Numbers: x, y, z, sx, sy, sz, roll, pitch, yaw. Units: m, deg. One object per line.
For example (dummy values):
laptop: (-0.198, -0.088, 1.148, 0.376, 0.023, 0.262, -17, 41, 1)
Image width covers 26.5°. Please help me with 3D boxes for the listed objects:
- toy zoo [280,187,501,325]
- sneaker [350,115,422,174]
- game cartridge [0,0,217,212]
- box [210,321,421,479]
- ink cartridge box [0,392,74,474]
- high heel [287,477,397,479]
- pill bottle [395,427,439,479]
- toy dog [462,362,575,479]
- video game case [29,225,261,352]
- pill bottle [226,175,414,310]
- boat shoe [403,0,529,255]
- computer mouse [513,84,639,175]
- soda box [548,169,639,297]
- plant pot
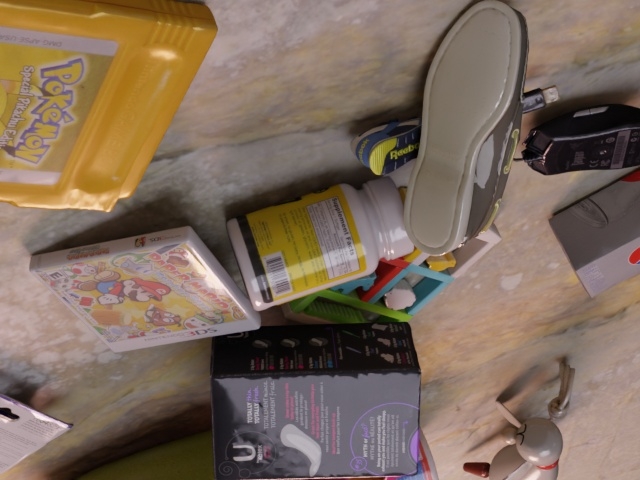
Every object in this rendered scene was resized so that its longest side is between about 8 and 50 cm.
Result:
toy zoo: (0.109, 0.026, 1.812, 0.192, 0.030, 0.293, 18, 129, -41)
sneaker: (0.098, -0.121, 1.607, 0.144, 0.059, 0.053, -17, 119, -35)
game cartridge: (-0.301, -0.143, 1.371, 0.323, 0.053, 0.285, 5, 136, -31)
box: (-0.008, 0.211, 1.801, 0.270, 0.143, 0.165, -1, 113, -3)
ink cartridge box: (-0.479, 0.249, 1.783, 0.224, 0.045, 0.223, -33, 141, 16)
high heel: (0.041, 0.354, 1.935, 0.244, 0.117, 0.082, 7, 137, -31)
pill bottle: (0.068, 0.378, 2.164, 0.221, 0.124, 0.124, -17, 144, -4)
toy dog: (0.312, 0.353, 2.233, 0.161, 0.220, 0.334, 9, 136, 11)
video game case: (-0.208, 0.065, 1.652, 0.206, 0.026, 0.227, -11, 146, 16)
pill bottle: (0.000, 0.000, 1.649, 0.208, 0.119, 0.119, -18, 144, -5)
boat shoe: (0.177, -0.130, 1.559, 0.091, 0.109, 0.305, -14, 126, -48)
computer mouse: (0.300, -0.147, 1.670, 0.262, 0.060, 0.184, -10, 148, 4)
soda box: (0.463, -0.043, 1.848, 0.286, 0.098, 0.091, -29, 145, 10)
plant pot: (-0.242, 0.413, 1.971, 0.293, 0.275, 0.275, -6, 144, 5)
